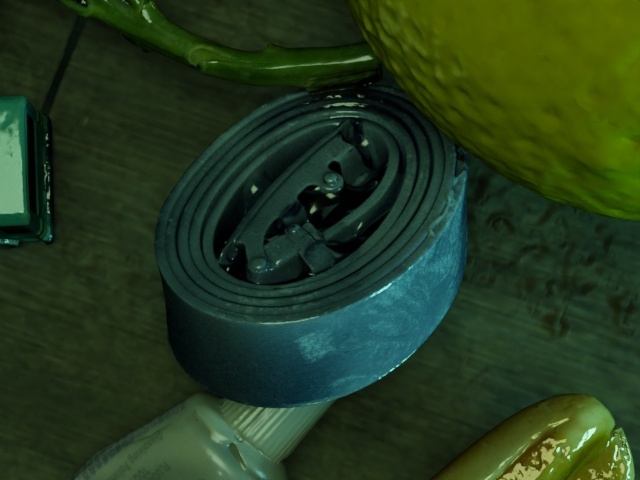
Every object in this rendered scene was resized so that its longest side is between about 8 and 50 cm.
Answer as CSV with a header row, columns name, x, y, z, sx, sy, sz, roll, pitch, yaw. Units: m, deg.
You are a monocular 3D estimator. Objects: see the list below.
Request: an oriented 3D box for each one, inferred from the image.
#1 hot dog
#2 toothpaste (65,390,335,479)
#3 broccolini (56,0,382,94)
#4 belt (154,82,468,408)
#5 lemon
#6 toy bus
name,x,y,z,sx,sy,sz,roll,pitch,yaw
hot dog,0.059,0.173,0.937,0.249,0.102,0.076,-45,43,-6
toothpaste,-0.097,0.159,0.958,0.282,0.068,0.099,-46,57,3
broccolini,-0.075,-0.161,0.977,0.271,0.062,0.123,25,98,16
belt,0.000,0.000,0.927,0.141,0.082,0.190,24,52,24
lemon,0.156,-0.170,0.869,0.336,0.336,0.336,0,83,2
toy bus,-0.230,-0.035,0.964,0.160,0.092,0.079,-3,82,1
